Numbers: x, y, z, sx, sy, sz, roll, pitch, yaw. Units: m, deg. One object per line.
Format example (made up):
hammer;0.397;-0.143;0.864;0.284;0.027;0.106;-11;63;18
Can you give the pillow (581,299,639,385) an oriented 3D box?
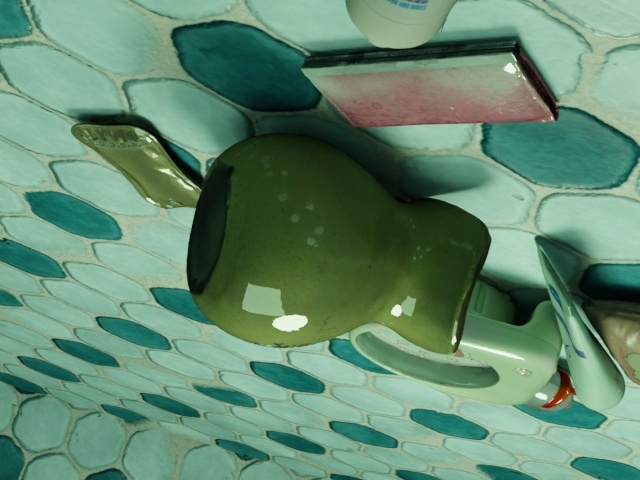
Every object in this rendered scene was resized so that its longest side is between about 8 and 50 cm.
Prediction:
pillow;0.463;0.149;1.506;0.223;0.084;0.236;14;155;34

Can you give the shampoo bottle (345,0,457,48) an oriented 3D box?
shampoo bottle;0.078;-0.226;0.877;0.092;0.092;0.303;19;159;-2

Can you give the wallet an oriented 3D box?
wallet;0.106;-0.147;1.144;0.232;0.025;0.119;2;154;35

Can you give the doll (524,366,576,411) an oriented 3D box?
doll;0.314;0.226;1.845;0.142;0.076;0.245;28;161;-27

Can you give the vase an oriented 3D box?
vase;0.000;0.000;1.385;0.302;0.241;0.329;11;-169;-19

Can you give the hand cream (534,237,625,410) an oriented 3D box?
hand cream;0.332;0.121;1.499;0.067;0.109;0.320;-24;140;7

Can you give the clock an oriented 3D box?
clock;0.168;0.124;1.658;0.324;0.108;0.265;18;160;2

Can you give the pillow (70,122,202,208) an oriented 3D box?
pillow;-0.224;-0.093;1.532;0.130;0.033;0.217;4;155;29
